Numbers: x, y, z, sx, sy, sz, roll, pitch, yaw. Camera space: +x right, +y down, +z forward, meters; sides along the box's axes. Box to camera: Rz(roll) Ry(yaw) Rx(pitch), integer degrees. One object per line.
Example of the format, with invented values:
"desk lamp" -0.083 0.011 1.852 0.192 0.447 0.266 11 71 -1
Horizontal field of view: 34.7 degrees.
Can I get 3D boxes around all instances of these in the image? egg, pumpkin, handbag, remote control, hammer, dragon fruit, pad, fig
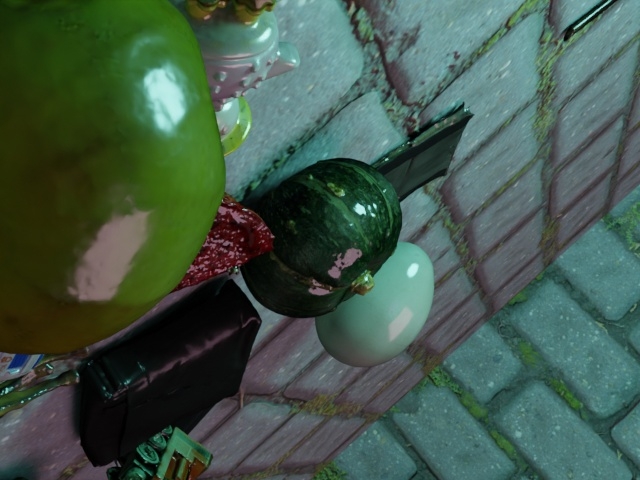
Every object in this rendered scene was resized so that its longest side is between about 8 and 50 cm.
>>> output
"egg" 0.082 0.090 1.479 0.209 0.151 0.151 -49 162 22
"pumpkin" 0.000 -0.001 1.081 0.190 0.146 0.190 -31 -177 2
"handbag" -0.180 0.171 1.222 0.223 0.080 0.247 -32 160 -29
"remote control" -0.197 0.267 1.523 0.245 0.025 0.063 -49 166 25
"hammer" 0.390 -0.324 1.366 0.178 0.021 0.065 -36 162 -9
"dragon fruit" -0.129 -0.016 0.893 0.162 0.083 0.106 -20 140 -11
"pad" 0.092 -0.076 1.320 0.233 0.022 0.174 -34 163 -19
"fig" -0.143 -0.059 0.544 0.230 0.207 0.207 -58 178 -42

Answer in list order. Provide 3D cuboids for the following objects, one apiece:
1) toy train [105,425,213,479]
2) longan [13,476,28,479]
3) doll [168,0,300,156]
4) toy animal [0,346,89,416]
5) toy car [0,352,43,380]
"toy train" -0.212 0.302 1.365 0.074 0.118 0.176 -49 -172 9
"longan" -0.355 0.373 1.213 0.189 0.189 0.189 -37 163 -14
"doll" -0.081 -0.119 0.727 0.129 0.081 0.207 -2 152 -15
"toy animal" -0.292 0.137 0.830 0.149 0.054 0.275 -15 -176 24
"toy car" -0.274 0.070 0.733 0.170 0.070 0.080 7 134 -40
